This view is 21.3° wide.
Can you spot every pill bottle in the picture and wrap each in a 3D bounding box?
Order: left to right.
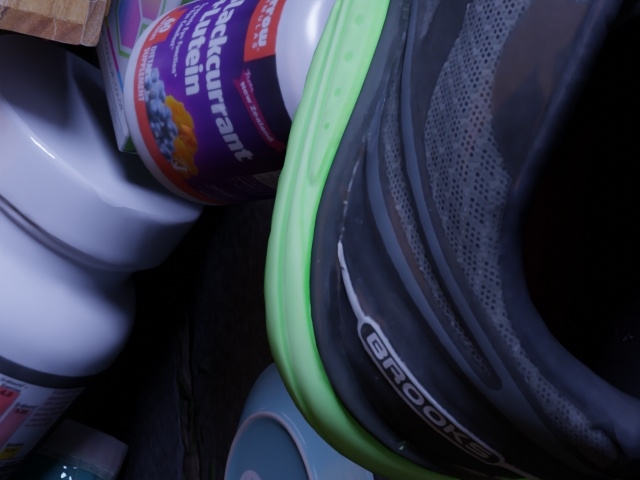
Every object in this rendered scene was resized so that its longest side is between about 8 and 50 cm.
[{"bbox_3d":[-0.251,0.056,1.110,0.363,0.210,0.210,-48,44,19],"label":"pill bottle"},{"bbox_3d":[0.000,-0.078,0.821,0.193,0.108,0.108,-8,83,49],"label":"pill bottle"}]

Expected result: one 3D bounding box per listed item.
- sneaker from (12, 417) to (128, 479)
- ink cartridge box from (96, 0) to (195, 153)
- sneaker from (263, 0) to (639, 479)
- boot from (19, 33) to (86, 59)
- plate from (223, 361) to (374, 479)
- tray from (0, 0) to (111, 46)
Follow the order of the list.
[{"bbox_3d":[-0.249,0.192,1.287,0.302,0.108,0.121,-11,55,61],"label":"sneaker"},{"bbox_3d":[-0.069,-0.155,0.948,0.209,0.062,0.109,120,142,-48],"label":"ink cartridge box"},{"bbox_3d":[0.103,-0.138,0.613,0.202,0.185,0.483,12,104,44],"label":"sneaker"},{"bbox_3d":[-0.216,-0.101,1.292,0.207,0.090,0.248,-56,7,12],"label":"boot"},{"bbox_3d":[-0.021,0.160,0.968,0.188,0.024,0.188,4,95,62],"label":"plate"},{"bbox_3d":[-0.170,-0.260,1.086,0.411,0.076,0.203,-129,52,-69],"label":"tray"}]
